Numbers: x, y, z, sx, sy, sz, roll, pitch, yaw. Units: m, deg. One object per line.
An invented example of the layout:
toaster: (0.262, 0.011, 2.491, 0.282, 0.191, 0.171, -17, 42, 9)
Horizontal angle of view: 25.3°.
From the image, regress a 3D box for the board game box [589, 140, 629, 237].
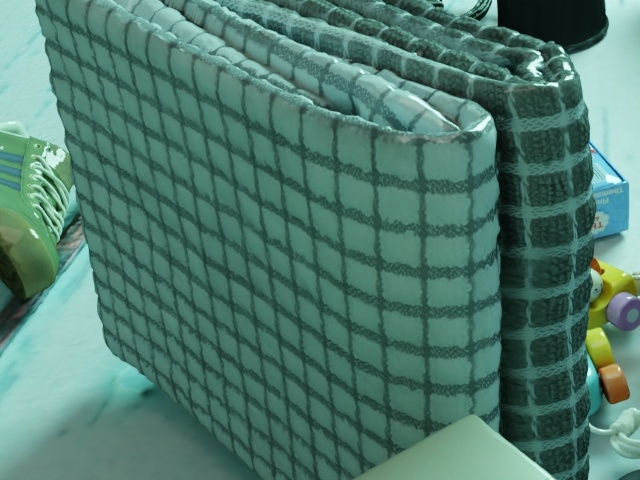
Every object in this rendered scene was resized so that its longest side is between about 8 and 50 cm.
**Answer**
board game box: (0.076, -0.052, 0.889, 0.160, 0.039, 0.211, -14, 33, -6)

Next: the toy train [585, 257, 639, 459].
toy train: (0.154, 0.035, 0.706, 0.125, 0.046, 0.166, 2, 33, 37)

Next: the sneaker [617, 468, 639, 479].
sneaker: (0.220, 0.080, 0.514, 0.153, 0.101, 0.268, -32, 5, -42)

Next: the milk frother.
milk frother: (0.131, -0.217, 1.043, 0.143, 0.135, 0.129, -10, 31, 1)

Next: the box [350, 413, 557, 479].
box: (-0.036, 0.198, 0.429, 0.311, 0.148, 0.121, -27, 36, -22)

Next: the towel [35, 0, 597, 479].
towel: (0.000, 0.000, 0.648, 0.121, 0.235, 0.283, -26, 36, -30)

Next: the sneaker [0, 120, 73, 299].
sneaker: (-0.191, -0.032, 0.907, 0.086, 0.064, 0.192, -30, 34, -20)
